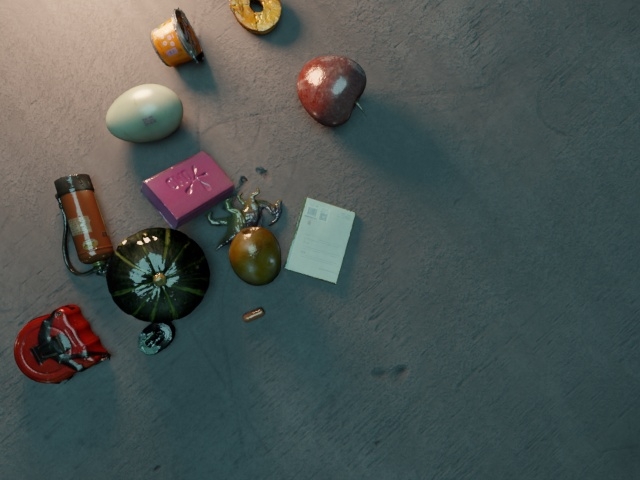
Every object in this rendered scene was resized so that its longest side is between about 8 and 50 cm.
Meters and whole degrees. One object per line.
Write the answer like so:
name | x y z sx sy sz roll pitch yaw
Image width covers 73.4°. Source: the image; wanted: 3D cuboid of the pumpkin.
pumpkin | -0.533 0.114 1.427 0.322 0.241 0.324 0 89 -28

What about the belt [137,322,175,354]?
belt | -0.585 0.345 1.531 0.140 0.058 0.105 -43 91 -3

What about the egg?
egg | -0.597 -0.427 1.461 0.263 0.183 0.183 -19 92 1

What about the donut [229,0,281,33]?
donut | -0.233 -0.837 1.549 0.190 0.074 0.174 32 86 -9

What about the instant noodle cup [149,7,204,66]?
instant noodle cup | -0.503 -0.682 1.486 0.125 0.178 0.208 -21 61 10

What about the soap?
soap | -0.448 -0.176 1.465 0.181 0.081 0.259 49 54 4

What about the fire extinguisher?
fire extinguisher | -0.821 -0.027 1.497 0.200 0.113 0.377 -18 91 37

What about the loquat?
loquat | -0.225 0.060 1.499 0.179 0.179 0.228 -9 121 -5

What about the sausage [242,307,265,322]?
sausage | -0.245 0.275 1.576 0.083 0.034 0.034 -24 93 -4

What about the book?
book | 0.000 0.000 1.603 0.214 0.025 0.283 18 88 -5

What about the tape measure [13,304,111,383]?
tape measure | -0.898 0.368 1.473 0.260 0.114 0.253 -30 93 -5

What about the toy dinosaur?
toy dinosaur | -0.276 -0.087 1.548 0.294 0.077 0.162 -33 95 -5

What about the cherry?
cherry | 0.050 -0.526 1.511 0.285 0.213 0.236 37 78 4
